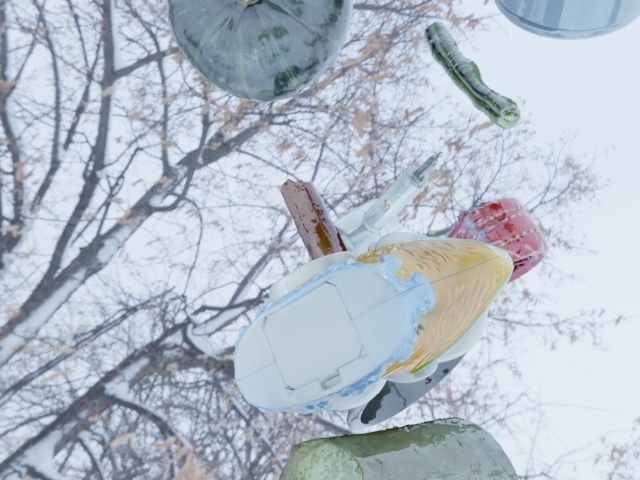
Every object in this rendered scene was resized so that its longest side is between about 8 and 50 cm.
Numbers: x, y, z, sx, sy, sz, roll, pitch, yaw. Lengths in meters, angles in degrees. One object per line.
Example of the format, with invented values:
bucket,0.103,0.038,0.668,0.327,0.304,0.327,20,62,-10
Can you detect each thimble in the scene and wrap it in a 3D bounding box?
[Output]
thimble,0.329,0.012,1.031,0.189,0.163,0.124,69,-4,-66

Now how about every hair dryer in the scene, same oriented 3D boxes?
hair dryer,0.134,-0.074,1.115,0.107,0.173,0.357,51,-37,9

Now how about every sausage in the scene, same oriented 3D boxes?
sausage,0.002,0.003,1.073,0.076,0.302,0.103,-29,-28,7

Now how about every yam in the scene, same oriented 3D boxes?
yam,0.052,0.153,0.343,0.147,0.069,0.069,-2,-43,-23

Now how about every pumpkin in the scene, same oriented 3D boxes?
pumpkin,-0.099,-0.379,0.884,0.301,0.207,0.299,1,-79,7

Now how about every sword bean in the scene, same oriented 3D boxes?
sword bean,0.199,-0.226,0.738,0.038,0.269,0.043,4,-50,-19

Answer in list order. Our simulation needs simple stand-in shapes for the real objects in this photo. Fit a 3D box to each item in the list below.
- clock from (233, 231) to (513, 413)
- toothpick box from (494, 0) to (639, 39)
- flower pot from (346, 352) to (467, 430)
clock,0.035,0.065,0.410,0.231,0.144,0.103,-30,-106,26
toothpick box,0.384,-0.477,0.725,0.263,0.262,0.354,17,-27,19
flower pot,0.114,0.165,0.900,0.166,0.269,0.268,52,-39,29
